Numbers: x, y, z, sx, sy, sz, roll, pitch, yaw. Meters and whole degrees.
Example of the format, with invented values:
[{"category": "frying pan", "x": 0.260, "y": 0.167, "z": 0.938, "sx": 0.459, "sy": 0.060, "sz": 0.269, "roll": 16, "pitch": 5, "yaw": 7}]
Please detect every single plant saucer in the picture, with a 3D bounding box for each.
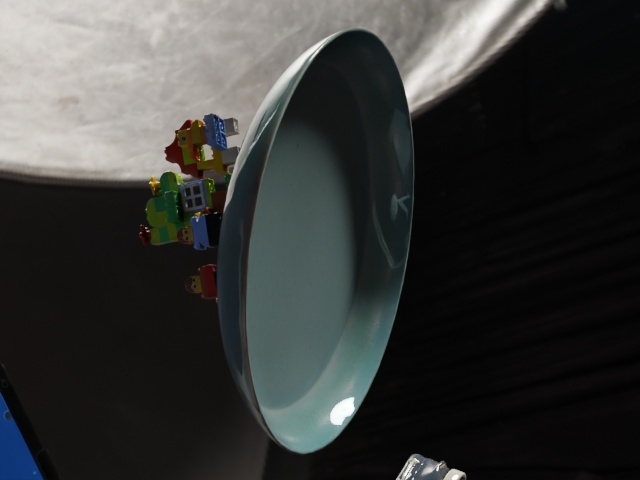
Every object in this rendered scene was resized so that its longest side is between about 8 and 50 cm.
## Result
[{"category": "plant saucer", "x": 0.000, "y": 0.000, "z": 0.808, "sx": 0.317, "sy": 0.043, "sz": 0.318, "roll": 8, "pitch": 90, "yaw": -68}]

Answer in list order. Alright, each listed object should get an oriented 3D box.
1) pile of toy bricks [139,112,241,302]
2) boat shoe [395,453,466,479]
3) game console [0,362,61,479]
[{"category": "pile of toy bricks", "x": -0.132, "y": -0.024, "z": 1.072, "sx": 0.118, "sy": 0.105, "sz": 0.212, "roll": 21, "pitch": 59, "yaw": -73}, {"category": "boat shoe", "x": 0.068, "y": 0.330, "z": 1.160, "sx": 0.254, "sy": 0.079, "sz": 0.095, "roll": -48, "pitch": 146, "yaw": -34}, {"category": "game console", "x": -0.347, "y": 0.106, "z": 0.833, "sx": 0.293, "sy": 0.173, "sz": 0.250, "roll": 64, "pitch": 25, "yaw": -3}]
